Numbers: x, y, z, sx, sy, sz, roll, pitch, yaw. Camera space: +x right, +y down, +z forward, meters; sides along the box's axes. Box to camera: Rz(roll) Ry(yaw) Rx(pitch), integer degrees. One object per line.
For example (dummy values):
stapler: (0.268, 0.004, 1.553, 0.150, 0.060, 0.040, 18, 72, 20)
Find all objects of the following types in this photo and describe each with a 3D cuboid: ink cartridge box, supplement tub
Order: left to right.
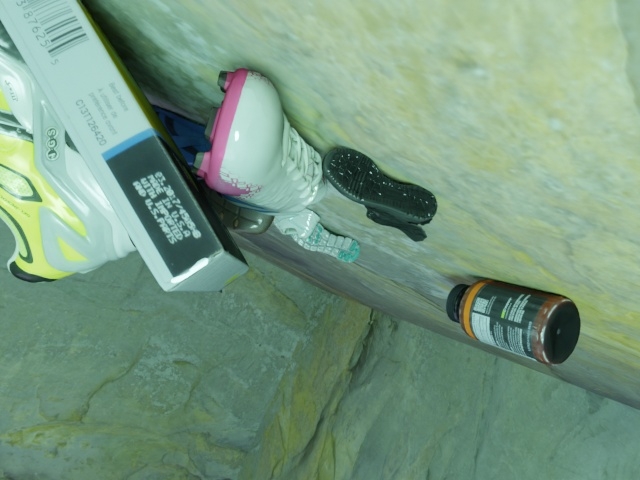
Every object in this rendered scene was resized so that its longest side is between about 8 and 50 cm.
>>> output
ink cartridge box: (-0.180, -0.086, 0.521, 0.304, 0.072, 0.307, 57, 175, 3)
supplement tub: (0.300, 0.122, 0.793, 0.106, 0.106, 0.197, 30, 171, -33)

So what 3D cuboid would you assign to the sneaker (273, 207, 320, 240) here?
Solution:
sneaker: (-0.078, -0.049, 0.970, 0.152, 0.061, 0.053, 23, 174, 22)

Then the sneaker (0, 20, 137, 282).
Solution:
sneaker: (-0.326, -0.129, 0.472, 0.385, 0.147, 0.145, 59, 173, -8)

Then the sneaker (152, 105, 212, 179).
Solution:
sneaker: (-0.213, -0.136, 0.730, 0.209, 0.082, 0.069, 24, 167, 17)

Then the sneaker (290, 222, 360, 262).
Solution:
sneaker: (0.000, 0.000, 1.058, 0.166, 0.065, 0.076, 28, 175, -12)

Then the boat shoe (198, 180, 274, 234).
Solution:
boat shoe: (-0.201, -0.106, 0.823, 0.324, 0.123, 0.116, 32, 178, 19)

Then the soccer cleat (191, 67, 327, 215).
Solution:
soccer cleat: (-0.048, -0.088, 0.524, 0.143, 0.116, 0.331, 16, 178, -10)

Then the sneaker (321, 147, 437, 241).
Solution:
sneaker: (0.068, -0.048, 0.577, 0.170, 0.051, 0.089, 23, 168, -13)
